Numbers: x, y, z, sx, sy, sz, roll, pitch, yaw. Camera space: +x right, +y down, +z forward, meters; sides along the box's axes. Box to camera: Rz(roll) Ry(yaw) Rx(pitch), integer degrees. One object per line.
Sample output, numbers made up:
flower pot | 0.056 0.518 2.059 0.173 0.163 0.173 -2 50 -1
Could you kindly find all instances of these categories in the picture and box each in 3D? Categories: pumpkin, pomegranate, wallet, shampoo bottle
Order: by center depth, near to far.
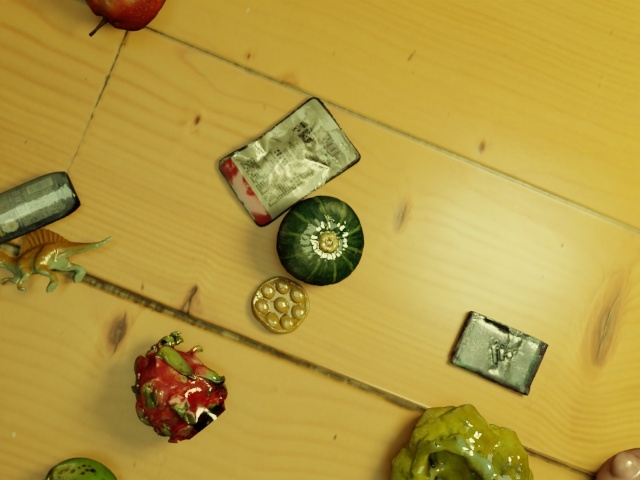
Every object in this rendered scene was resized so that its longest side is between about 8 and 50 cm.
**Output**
pomegranate | -0.412 0.459 1.570 0.169 0.122 0.143 39 54 1
shampoo bottle | -0.558 -0.048 1.636 0.233 0.049 0.087 -25 89 -7
pumpkin | 0.002 0.001 1.649 0.167 0.125 0.167 0 87 -5
wallet | 0.339 0.214 1.713 0.166 0.030 0.111 24 88 -1

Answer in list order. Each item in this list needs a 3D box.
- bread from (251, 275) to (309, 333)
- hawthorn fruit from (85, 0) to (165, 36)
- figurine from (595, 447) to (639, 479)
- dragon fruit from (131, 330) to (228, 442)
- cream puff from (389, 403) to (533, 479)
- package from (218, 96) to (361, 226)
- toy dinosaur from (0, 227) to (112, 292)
bread | -0.074 0.121 1.682 0.110 0.024 0.110 1 84 -7
hawthorn fruit | -0.365 -0.452 1.645 0.157 0.157 0.194 32 93 -2
figurine | 0.588 0.459 1.646 0.173 0.173 0.173 0 85 -6
dragon fruit | -0.251 0.256 1.592 0.166 0.160 0.172 -39 88 11
cream puff | 0.257 0.434 1.609 0.281 0.185 0.282 1 84 -9
package | -0.059 -0.151 1.704 0.239 0.030 0.154 -35 90 -7
toy dinosaur | -0.497 0.026 1.645 0.212 0.057 0.142 -39 70 -19
